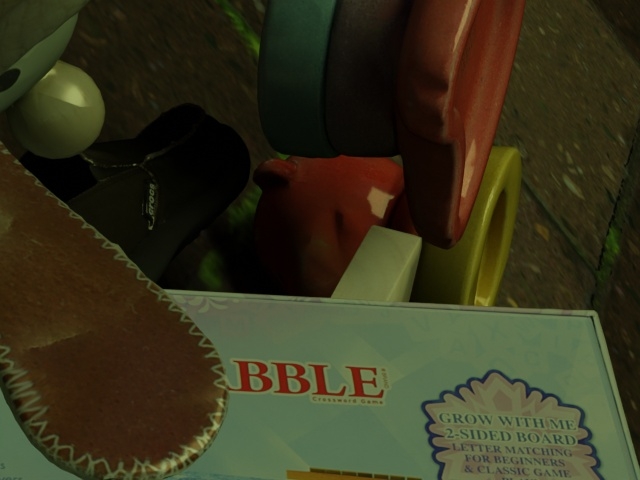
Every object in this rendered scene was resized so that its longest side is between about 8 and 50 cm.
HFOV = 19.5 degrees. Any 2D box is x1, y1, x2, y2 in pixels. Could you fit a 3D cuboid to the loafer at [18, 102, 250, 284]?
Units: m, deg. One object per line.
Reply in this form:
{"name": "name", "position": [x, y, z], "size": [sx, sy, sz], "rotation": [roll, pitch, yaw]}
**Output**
{"name": "loafer", "position": [-0.096, -0.019, 0.833], "size": [0.078, 0.080, 0.220], "rotation": [51, 25, -11]}

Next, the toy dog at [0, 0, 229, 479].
{"name": "toy dog", "position": [-0.110, 0.063, 0.418], "size": [0.161, 0.220, 0.333], "rotation": [46, 67, -27]}

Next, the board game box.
{"name": "board game box", "position": [-0.044, 0.146, 0.531], "size": [0.319, 0.066, 0.318], "rotation": [4, 44, -12]}

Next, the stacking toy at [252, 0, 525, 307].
{"name": "stacking toy", "position": [0.000, 0.000, 0.864], "size": [0.309, 0.130, 0.279], "rotation": [86, 22, -53]}
